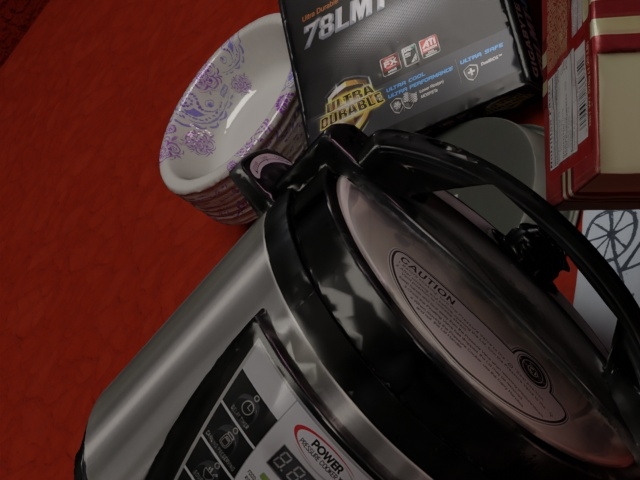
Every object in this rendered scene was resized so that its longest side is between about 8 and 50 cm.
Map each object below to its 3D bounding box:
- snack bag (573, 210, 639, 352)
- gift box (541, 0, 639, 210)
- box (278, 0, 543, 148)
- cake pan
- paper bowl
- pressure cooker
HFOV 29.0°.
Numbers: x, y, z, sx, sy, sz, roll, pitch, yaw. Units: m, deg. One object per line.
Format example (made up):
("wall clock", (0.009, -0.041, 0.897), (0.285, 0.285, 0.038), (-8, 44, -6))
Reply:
("snack bag", (0.362, -0.050, 1.078), (0.323, 0.037, 0.342), (-18, 50, 46))
("gift box", (0.300, -0.130, 0.857), (0.276, 0.258, 0.255), (-14, -77, -89))
("box", (0.096, -0.254, 1.443), (0.296, 0.073, 0.293), (-21, 73, 31))
("cake pan", (0.144, -0.012, 1.324), (0.293, 0.054, 0.293), (-35, 36, 31))
("paper bowl", (-0.072, -0.151, 1.661), (0.284, 0.148, 0.284), (-35, 36, 30))
("pressure cooker", (0.050, 0.129, 0.993), (0.420, 0.370, 0.375), (-46, 39, 21))
